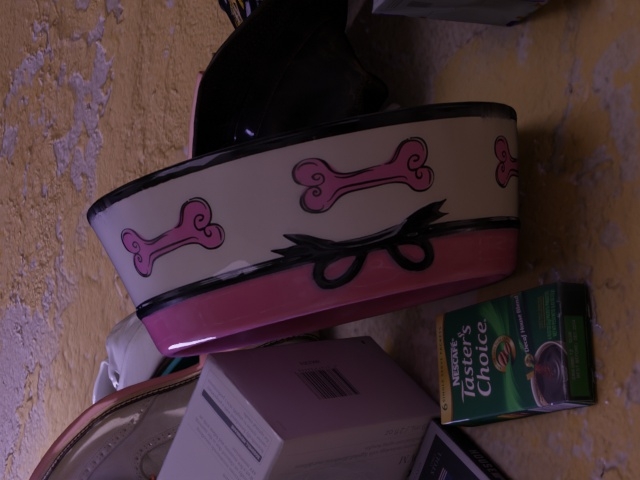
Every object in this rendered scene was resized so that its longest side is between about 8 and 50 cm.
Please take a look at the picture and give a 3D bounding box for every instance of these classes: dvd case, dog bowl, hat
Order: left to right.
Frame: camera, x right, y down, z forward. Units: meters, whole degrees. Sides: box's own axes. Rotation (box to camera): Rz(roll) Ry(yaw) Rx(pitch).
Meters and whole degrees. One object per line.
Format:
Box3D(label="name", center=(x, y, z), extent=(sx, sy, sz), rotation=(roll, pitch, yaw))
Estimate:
Box3D(label="hat", center=(-0.009, -0.142, 1.735), extent=(0.134, 0.331, 0.331), rotation=(31, 117, 14))
Box3D(label="dog bowl", center=(0.000, 0.000, 1.531), extent=(0.408, 0.408, 0.150), rotation=(-22, 80, 54))
Box3D(label="dvd case", center=(0.145, 0.305, 1.574), extent=(0.239, 0.030, 0.179), rotation=(43, 120, 50))

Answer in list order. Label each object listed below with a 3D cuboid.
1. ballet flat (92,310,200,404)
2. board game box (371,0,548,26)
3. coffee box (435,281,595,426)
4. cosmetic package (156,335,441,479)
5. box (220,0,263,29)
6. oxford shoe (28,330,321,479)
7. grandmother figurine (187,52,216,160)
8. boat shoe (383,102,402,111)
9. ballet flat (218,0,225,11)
Box3D(label="ballet flat", center=(-0.211, 0.166, 1.988), extent=(0.400, 0.139, 0.139), rotation=(114, 145, -47))
Box3D(label="board game box", center=(0.137, -0.352, 1.548), extent=(0.144, 0.142, 0.275), rotation=(169, 105, -82))
Box3D(label="coffee box", center=(0.177, 0.109, 1.543), extent=(0.184, 0.040, 0.113), rotation=(-18, 70, 55))
Box3D(label="cosmetic package", center=(-0.030, 0.231, 1.659), extent=(0.138, 0.224, 0.224), rotation=(45, 124, 35))
Box3D(label="box", center=(-0.101, -0.395, 1.870), extent=(0.257, 0.079, 0.322), rotation=(83, 165, -46))
Box3D(label="oxford shoe", center=(-0.156, 0.228, 1.838), extent=(0.397, 0.140, 0.146), rotation=(-34, 62, 16))
Box3D(label="grandmother figurine", center=(-0.136, -0.049, 2.002), extent=(0.208, 0.104, 0.342), rotation=(-126, 51, -71))
Box3D(label="boat shoe", center=(0.067, -0.098, 1.760), extent=(0.035, 0.035, 0.100), rotation=(39, 117, 22))
Box3D(label="ballet flat", center=(-0.062, -0.286, 1.989), extent=(0.173, 0.049, 0.057), rotation=(20, 75, 52))
